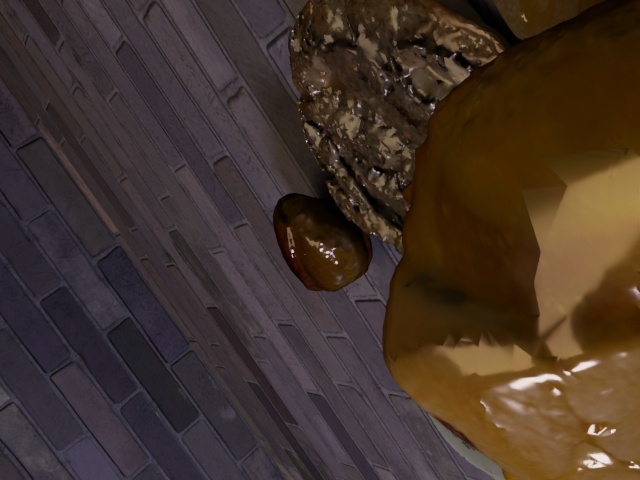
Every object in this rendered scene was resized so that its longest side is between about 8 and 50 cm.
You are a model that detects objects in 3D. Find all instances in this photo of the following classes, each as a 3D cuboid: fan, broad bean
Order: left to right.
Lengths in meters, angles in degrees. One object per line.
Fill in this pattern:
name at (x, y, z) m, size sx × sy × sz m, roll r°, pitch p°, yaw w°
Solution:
broad bean at (0.001, -0.003, 1.043) m, size 0.156 × 0.122 × 0.228 m, roll 57°, pitch 172°, yaw 10°
fan at (0.243, 0.256, 1.130) m, size 0.233 × 0.012 × 0.415 m, roll 40°, pitch 153°, yaw 23°

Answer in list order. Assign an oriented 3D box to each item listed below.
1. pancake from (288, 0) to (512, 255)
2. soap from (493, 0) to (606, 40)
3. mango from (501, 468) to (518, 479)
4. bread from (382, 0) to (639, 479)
pancake at (0.110, -0.103, 0.815) m, size 0.382 × 0.071 × 0.382 m, roll 36°, pitch 150°, yaw 24°
soap at (0.220, -0.189, 0.515) m, size 0.232 × 0.073 × 0.140 m, roll 33°, pitch 150°, yaw 35°
mango at (0.352, 0.305, 0.891) m, size 0.316 × 0.119 × 0.177 m, roll 23°, pitch 132°, yaw 30°
bread at (0.247, 0.022, 0.437) m, size 0.361 × 0.250 × 0.394 m, roll -19°, pitch 133°, yaw 42°
